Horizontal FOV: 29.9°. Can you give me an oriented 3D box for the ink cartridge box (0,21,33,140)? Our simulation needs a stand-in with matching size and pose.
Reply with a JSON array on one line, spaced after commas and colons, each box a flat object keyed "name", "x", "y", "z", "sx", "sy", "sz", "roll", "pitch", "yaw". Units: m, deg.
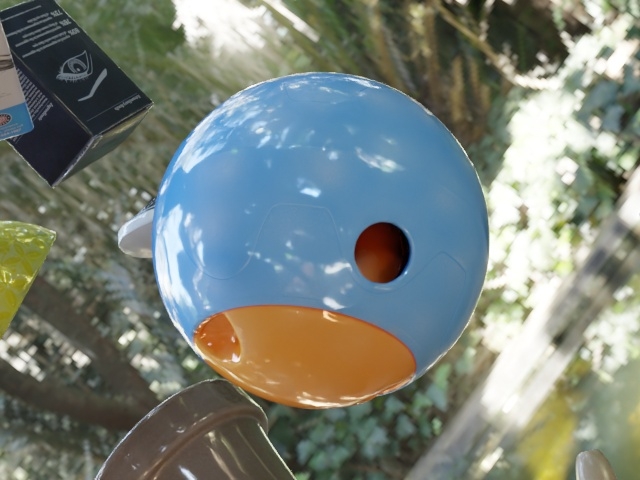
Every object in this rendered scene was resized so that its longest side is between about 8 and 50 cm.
[{"name": "ink cartridge box", "x": -0.268, "y": -0.134, "z": 0.816, "sx": 0.104, "sy": 0.060, "sz": 0.180, "roll": -18, "pitch": -29, "yaw": -12}]

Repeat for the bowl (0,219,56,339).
[{"name": "bowl", "x": -0.498, "y": 0.080, "z": 1.637, "sx": 0.289, "sy": 0.156, "sz": 0.289, "roll": -56, "pitch": 12, "yaw": 19}]

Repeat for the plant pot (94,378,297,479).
[{"name": "plant pot", "x": -0.112, "y": 0.334, "z": 1.437, "sx": 0.263, "sy": 0.229, "sz": 0.263, "roll": -38, "pitch": -31, "yaw": -28}]

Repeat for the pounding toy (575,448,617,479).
[{"name": "pounding toy", "x": 0.253, "y": 0.344, "z": 1.208, "sx": 0.269, "sy": 0.155, "sz": 0.154, "roll": 108, "pitch": 160, "yaw": -46}]

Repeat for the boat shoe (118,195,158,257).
[{"name": "boat shoe", "x": -0.122, "y": -0.049, "z": 1.307, "sx": 0.219, "sy": 0.070, "sz": 0.078, "roll": -23, "pitch": -34, "yaw": 9}]

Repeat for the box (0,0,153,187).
[{"name": "box", "x": -0.345, "y": -0.193, "z": 1.531, "sx": 0.108, "sy": 0.207, "sz": 0.153, "roll": -42, "pitch": 1, "yaw": 32}]

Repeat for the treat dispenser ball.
[{"name": "treat dispenser ball", "x": 0.000, "y": 0.000, "z": 1.029, "sx": 0.288, "sy": 0.288, "sz": 0.288, "roll": -53, "pitch": -4, "yaw": -5}]

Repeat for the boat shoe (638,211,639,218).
[{"name": "boat shoe", "x": 0.521, "y": -0.034, "z": 1.544, "sx": 0.233, "sy": 0.084, "sz": 0.079, "roll": -26, "pitch": 49, "yaw": 40}]
